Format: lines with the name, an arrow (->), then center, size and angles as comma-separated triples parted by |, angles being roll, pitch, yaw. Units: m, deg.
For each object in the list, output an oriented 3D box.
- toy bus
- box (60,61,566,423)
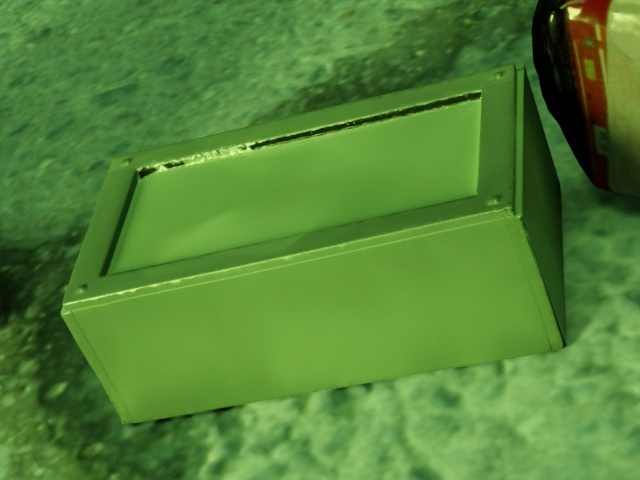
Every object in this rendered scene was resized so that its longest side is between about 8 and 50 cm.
toy bus -> 0.234, -0.144, 0.828 | 0.147, 0.127, 0.303 | 18, 50, 37
box -> 0.000, 0.000, 0.797 | 0.225, 0.086, 0.129 | -12, 36, 16
